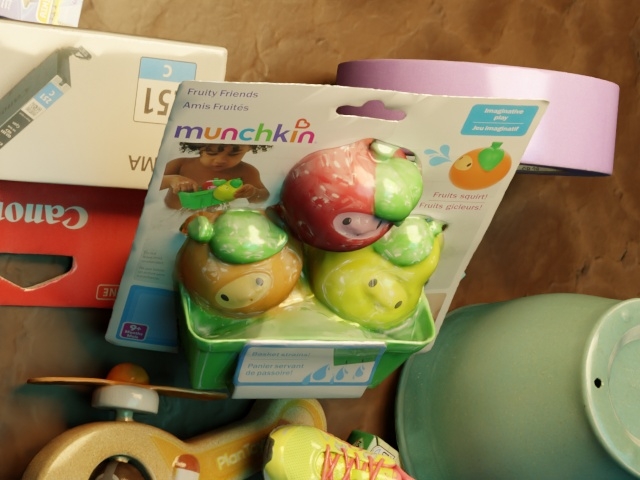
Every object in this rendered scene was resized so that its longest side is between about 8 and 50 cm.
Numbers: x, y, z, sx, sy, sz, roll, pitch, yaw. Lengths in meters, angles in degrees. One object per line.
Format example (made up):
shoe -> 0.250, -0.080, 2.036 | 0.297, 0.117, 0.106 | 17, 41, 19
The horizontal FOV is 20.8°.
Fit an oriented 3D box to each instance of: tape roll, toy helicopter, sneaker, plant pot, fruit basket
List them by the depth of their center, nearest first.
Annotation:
fruit basket -> 0.000, 0.000, 1.536 | 0.327, 0.353, 0.165 | 2, 54, -19
toy helicopter -> -0.136, 0.206, 1.648 | 0.355, 0.140, 0.235 | -20, 95, -41
sneaker -> 0.032, 0.227, 1.685 | 0.208, 0.094, 0.081 | 27, 66, -39
tape roll -> 0.149, -0.117, 1.700 | 0.275, 0.275, 0.090 | 4, 92, -33
plant pot -> 0.257, 0.169, 1.761 | 0.272, 0.255, 0.271 | 10, 70, -30

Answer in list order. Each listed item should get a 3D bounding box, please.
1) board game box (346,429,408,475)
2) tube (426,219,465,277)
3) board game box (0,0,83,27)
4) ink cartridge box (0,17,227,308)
board game box -> 0.038, 0.385, 1.798 | 0.213, 0.046, 0.317 | 39, 73, -28
tube -> 0.070, 0.066, 1.801 | 0.207, 0.052, 0.080 | -43, 121, -29
board game box -> -0.265, -0.293, 1.562 | 0.136, 0.035, 0.201 | 15, 85, -33
ink cartridge box -> -0.238, -0.061, 1.557 | 0.296, 0.066, 0.261 | 3, 99, -34
